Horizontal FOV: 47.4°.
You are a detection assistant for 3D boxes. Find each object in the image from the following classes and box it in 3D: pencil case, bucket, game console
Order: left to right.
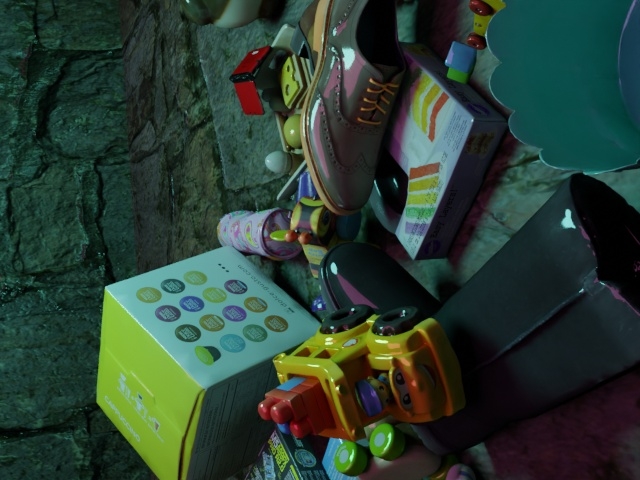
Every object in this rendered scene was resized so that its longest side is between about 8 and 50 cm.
[{"bbox_3d":[-0.138,-0.349,1.596,0.124,0.085,0.144,-54,24,-7],"label":"game console"},{"bbox_3d":[-0.139,-0.018,1.659,0.284,0.124,0.124,3,95,64],"label":"pencil case"},{"bbox_3d":[0.316,-0.197,0.690,0.281,0.183,0.281,11,103,61],"label":"bucket"}]

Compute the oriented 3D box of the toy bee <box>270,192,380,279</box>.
[{"bbox_3d":[-0.012,-0.020,1.262,0.195,0.162,0.298,-10,122,38],"label":"toy bee"}]

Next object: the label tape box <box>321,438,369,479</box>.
[{"bbox_3d":[0.107,0.523,1.243,0.347,0.115,0.249,53,137,45],"label":"label tape box"}]

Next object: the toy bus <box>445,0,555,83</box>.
[{"bbox_3d":[0.246,-0.286,0.889,0.104,0.202,0.191,25,133,13],"label":"toy bus"}]

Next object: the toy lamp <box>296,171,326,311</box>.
[{"bbox_3d":[0.000,0.000,1.439,0.080,0.080,0.274,-17,79,62],"label":"toy lamp"}]

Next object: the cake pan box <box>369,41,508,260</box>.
[{"bbox_3d":[0.154,-0.137,1.136,0.245,0.070,0.266,-118,35,-43],"label":"cake pan box"}]

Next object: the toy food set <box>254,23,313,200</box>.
[{"bbox_3d":[-0.072,-0.266,1.531,0.220,0.092,0.306,-47,52,55],"label":"toy food set"}]

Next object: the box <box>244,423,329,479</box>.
[{"bbox_3d":[-0.053,0.504,1.317,0.216,0.060,0.270,-63,37,21],"label":"box"}]

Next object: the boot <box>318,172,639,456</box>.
[{"bbox_3d":[0.196,0.060,0.931,0.367,0.146,0.445,53,147,12],"label":"boot"}]

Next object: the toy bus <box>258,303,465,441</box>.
[{"bbox_3d":[0.037,0.185,0.924,0.220,0.211,0.149,-6,105,51],"label":"toy bus"}]

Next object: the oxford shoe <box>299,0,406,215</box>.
[{"bbox_3d":[0.055,-0.218,1.115,0.133,0.130,0.363,9,101,57],"label":"oxford shoe"}]

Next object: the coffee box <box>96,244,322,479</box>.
[{"bbox_3d":[-0.244,0.272,1.559,0.338,0.334,0.338,37,128,30],"label":"coffee box"}]

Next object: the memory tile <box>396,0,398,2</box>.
[{"bbox_3d":[0.095,-0.438,1.205,0.148,0.012,0.113,-3,88,35],"label":"memory tile"}]

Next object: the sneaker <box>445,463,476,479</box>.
[{"bbox_3d":[0.245,0.427,1.019,0.126,0.091,0.240,-14,50,20],"label":"sneaker"}]

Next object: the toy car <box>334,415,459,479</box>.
[{"bbox_3d":[0.117,0.291,1.169,0.149,0.155,0.188,-36,38,33],"label":"toy car"}]

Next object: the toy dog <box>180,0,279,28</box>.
[{"bbox_3d":[-0.261,-0.641,1.666,0.408,0.285,0.395,57,141,41],"label":"toy dog"}]

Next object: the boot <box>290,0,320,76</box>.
[{"bbox_3d":[0.074,-0.412,1.285,0.280,0.096,0.264,-60,39,28],"label":"boot"}]
